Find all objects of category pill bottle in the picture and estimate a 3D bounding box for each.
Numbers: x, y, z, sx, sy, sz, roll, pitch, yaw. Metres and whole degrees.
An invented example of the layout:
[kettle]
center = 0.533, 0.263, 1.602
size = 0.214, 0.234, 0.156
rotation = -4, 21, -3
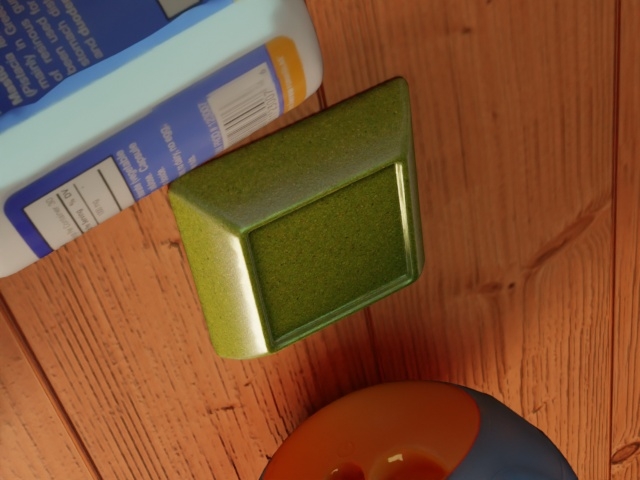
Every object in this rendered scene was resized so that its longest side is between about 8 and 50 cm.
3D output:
[pill bottle]
center = -0.148, -0.076, 0.614
size = 0.272, 0.152, 0.152
rotation = -31, 138, -8

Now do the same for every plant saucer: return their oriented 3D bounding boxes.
[plant saucer]
center = 0.000, 0.000, 0.869
size = 0.188, 0.045, 0.188
rotation = -25, 137, -15

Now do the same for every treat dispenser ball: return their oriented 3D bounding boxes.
[treat dispenser ball]
center = 0.078, 0.256, 0.968
size = 0.288, 0.288, 0.288
rotation = -20, 135, -21
